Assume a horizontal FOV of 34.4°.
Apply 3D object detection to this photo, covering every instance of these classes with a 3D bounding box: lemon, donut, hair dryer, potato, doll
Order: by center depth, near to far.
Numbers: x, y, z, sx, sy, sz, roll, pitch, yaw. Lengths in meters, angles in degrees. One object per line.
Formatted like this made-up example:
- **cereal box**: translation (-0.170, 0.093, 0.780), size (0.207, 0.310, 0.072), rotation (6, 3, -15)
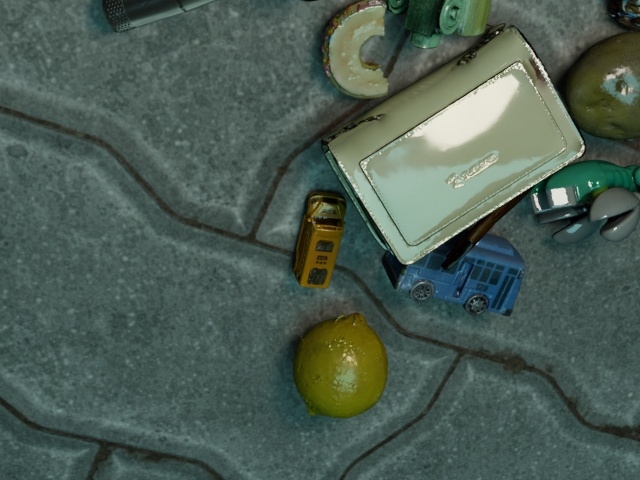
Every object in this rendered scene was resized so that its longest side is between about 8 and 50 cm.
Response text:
- **hair dryer**: translation (-0.175, -0.443, 1.448), size (0.320, 0.156, 0.284), rotation (-10, 132, 3)
- **donut**: translation (0.052, -0.301, 1.624), size (0.108, 0.065, 0.166), rotation (-7, 122, -10)
- **potato**: translation (0.509, -0.252, 1.708), size (0.235, 0.160, 0.178), rotation (9, 150, -31)
- **doll**: translation (0.498, -0.071, 1.791), size (0.258, 0.195, 0.153), rotation (-15, 84, 7)
- **lemon**: translation (0.038, 0.226, 1.865), size (0.173, 0.173, 0.206), rotation (6, 105, -16)

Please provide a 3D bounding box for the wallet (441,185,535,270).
- **wallet**: translation (0.294, -0.045, 1.737), size (0.031, 0.137, 0.255), rotation (47, 60, 2)

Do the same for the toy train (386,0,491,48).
- **toy train**: translation (0.200, -0.443, 1.553), size (0.189, 0.126, 0.308), rotation (-30, 137, -50)

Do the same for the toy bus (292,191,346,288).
- **toy bus**: translation (0.000, 0.000, 1.781), size (0.069, 0.074, 0.162), rotation (6, 119, -14)

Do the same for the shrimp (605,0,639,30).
- **shrimp**: translation (0.603, -0.425, 1.682), size (0.290, 0.054, 0.222), rotation (2, 120, -18)

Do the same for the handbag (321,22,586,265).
- **handbag**: translation (0.207, -0.155, 1.669), size (0.358, 0.160, 0.237), rotation (-32, 106, -1)

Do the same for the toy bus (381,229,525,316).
- **toy bus**: translation (0.243, 0.044, 1.838), size (0.233, 0.116, 0.134), rotation (14, 112, -18)
